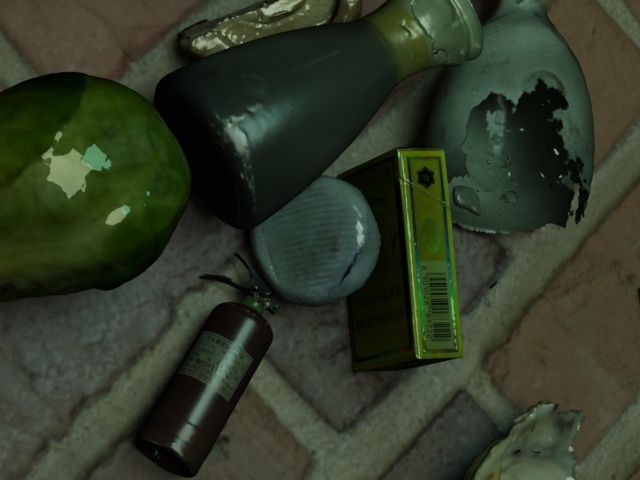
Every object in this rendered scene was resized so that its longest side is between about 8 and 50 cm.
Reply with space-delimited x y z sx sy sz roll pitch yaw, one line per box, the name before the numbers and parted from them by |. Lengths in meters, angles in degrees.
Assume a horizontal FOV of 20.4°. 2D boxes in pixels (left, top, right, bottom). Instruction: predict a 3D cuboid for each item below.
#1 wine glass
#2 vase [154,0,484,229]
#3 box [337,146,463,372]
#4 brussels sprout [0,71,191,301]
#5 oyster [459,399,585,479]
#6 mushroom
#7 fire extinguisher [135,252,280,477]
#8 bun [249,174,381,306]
wine glass | 0.215 -0.179 1.946 0.190 0.190 0.357 16 68 -23
vase | 0.007 -0.157 1.797 0.321 0.173 0.173 -31 95 -20
box | 0.081 0.022 1.859 0.064 0.141 0.220 1 80 -26
brussels sprout | -0.258 -0.043 1.664 0.271 0.219 0.210 -25 102 -8
oyster | 0.206 0.306 1.893 0.271 0.100 0.275 13 62 -27
mushroom | -0.046 -0.216 1.878 0.209 0.072 0.094 -26 97 -16
fire extinguisher | -0.113 0.118 1.788 0.099 0.071 0.231 24 67 9
bun | 0.000 0.000 1.840 0.083 0.140 0.141 8 73 -65
